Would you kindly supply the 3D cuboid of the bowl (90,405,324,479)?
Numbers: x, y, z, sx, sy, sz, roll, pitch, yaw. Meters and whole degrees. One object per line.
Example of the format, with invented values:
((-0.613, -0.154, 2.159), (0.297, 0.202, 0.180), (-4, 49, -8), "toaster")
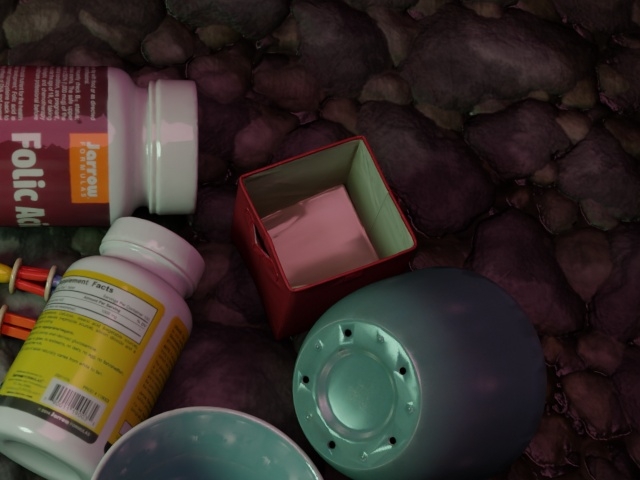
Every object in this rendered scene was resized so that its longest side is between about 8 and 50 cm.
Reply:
((-0.148, 0.381, 1.638), (0.311, 0.163, 0.312), (9, 55, -12), "bowl")

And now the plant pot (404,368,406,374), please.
((0.179, 0.166, 1.834), (0.109, 0.096, 0.109), (2, 66, -8), "plant pot")

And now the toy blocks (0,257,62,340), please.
((-0.406, 0.085, 1.812), (0.148, 0.054, 0.123), (13, 64, -3), "toy blocks")

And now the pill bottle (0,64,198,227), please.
((-0.367, -0.128, 1.820), (0.392, 0.224, 0.224), (0, 66, -8), "pill bottle")

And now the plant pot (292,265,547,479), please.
((0.104, 0.180, 1.664), (0.235, 0.293, 0.293), (0, 55, -58), "plant pot")

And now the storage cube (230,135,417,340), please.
((0.000, 0.000, 1.831), (0.215, 0.193, 0.184), (-19, 70, -17), "storage cube")

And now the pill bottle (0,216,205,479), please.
((-0.283, 0.143, 1.729), (0.188, 0.188, 0.334), (25, 64, 3), "pill bottle")
